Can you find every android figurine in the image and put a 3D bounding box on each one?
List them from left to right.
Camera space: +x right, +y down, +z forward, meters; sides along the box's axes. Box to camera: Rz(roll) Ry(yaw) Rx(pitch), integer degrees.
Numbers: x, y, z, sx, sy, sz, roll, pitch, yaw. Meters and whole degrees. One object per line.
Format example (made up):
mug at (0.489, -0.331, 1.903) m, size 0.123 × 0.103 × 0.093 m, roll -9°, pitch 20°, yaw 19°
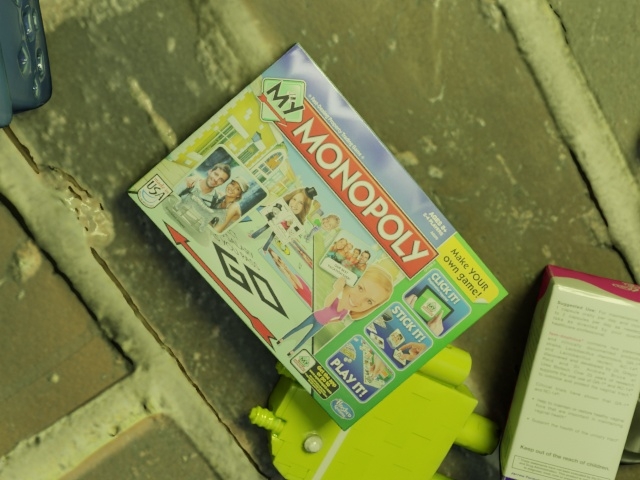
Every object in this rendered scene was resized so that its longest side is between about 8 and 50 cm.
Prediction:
android figurine at (0.056, 0.204, 1.019) m, size 0.273 × 0.056 × 0.248 m, roll 27°, pitch 101°, yaw -20°

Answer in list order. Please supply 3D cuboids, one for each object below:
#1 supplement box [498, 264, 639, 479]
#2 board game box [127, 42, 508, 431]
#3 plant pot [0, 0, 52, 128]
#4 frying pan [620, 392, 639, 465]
supplement box at (0.266, 0.149, 0.989) m, size 0.114 × 0.111 × 0.220 m, roll 12°, pitch 102°, yaw 8°
board game box at (0.000, 0.000, 0.912) m, size 0.213 × 0.046 × 0.317 m, roll -41°, pitch 100°, yaw 4°
plant pot at (-0.348, -0.186, 0.720) m, size 0.236 × 0.212 × 0.236 m, roll -9°, pitch 110°, yaw -8°
frying pan at (0.316, 0.209, 1.080) m, size 0.326 × 0.053 × 0.197 m, roll -31°, pitch 110°, yaw -3°
